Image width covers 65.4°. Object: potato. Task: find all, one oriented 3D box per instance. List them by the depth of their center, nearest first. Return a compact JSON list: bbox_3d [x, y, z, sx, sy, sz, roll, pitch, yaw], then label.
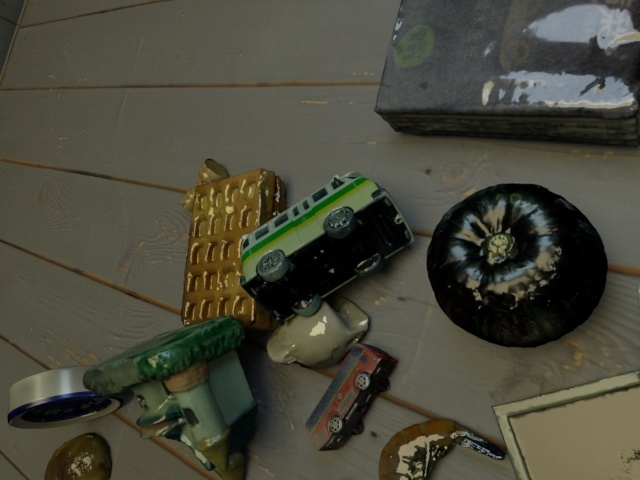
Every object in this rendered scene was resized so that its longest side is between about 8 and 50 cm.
[{"bbox_3d":[-0.591,0.550,1.187,0.200,0.081,0.164,-32,63,27],"label":"potato"}]

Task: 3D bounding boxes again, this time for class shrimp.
[{"bbox_3d":[0.196,0.386,0.710,0.198,0.051,0.262,-36,57,21],"label":"shrimp"}]

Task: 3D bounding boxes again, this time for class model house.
[{"bbox_3d":[-0.234,0.331,0.908,0.267,0.194,0.325,-20,94,35],"label":"model house"}]

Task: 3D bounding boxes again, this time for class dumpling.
[{"bbox_3d":[-0.013,0.154,0.894,0.176,0.092,0.150,-41,44,24],"label":"dumpling"}]

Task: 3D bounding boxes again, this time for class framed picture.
[{"bbox_3d":[0.375,0.329,0.623,0.231,0.018,0.293,-25,65,27],"label":"framed picture"}]

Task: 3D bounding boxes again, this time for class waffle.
[{"bbox_3d":[-0.176,0.027,1.030,0.224,0.098,0.328,-9,72,31],"label":"waffle"}]

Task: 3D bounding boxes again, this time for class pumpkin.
[{"bbox_3d":[0.262,0.034,0.686,0.233,0.163,0.233,-14,62,29],"label":"pumpkin"}]

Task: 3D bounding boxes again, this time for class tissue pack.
[{"bbox_3d":[0.302,-0.307,0.771,0.394,0.124,0.288,13,86,36],"label":"tissue pack"}]

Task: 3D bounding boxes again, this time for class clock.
[{"bbox_3d":[-0.575,0.356,1.131,0.230,0.230,0.083,-32,58,24],"label":"clock"}]

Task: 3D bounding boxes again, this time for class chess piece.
[{"bbox_3d":[-0.273,-0.124,1.157,0.122,0.066,0.066,-47,57,22],"label":"chess piece"}]

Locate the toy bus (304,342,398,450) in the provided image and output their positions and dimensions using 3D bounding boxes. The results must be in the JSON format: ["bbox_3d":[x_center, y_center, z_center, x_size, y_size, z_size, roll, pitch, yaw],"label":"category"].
[{"bbox_3d":[0.049,0.261,0.835,0.077,0.065,0.192,37,99,42],"label":"toy bus"}]

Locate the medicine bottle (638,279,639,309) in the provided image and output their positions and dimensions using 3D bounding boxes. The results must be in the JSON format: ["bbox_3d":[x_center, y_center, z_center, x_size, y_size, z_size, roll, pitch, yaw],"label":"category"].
[{"bbox_3d":[0.405,0.069,0.484,0.158,0.318,0.158,-10,72,33],"label":"medicine bottle"}]

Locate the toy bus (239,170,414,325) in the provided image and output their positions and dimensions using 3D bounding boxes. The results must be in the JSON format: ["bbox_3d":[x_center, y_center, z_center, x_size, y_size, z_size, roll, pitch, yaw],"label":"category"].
[{"bbox_3d":[0.000,0.000,0.854,0.276,0.134,0.165,-32,38,5],"label":"toy bus"}]
